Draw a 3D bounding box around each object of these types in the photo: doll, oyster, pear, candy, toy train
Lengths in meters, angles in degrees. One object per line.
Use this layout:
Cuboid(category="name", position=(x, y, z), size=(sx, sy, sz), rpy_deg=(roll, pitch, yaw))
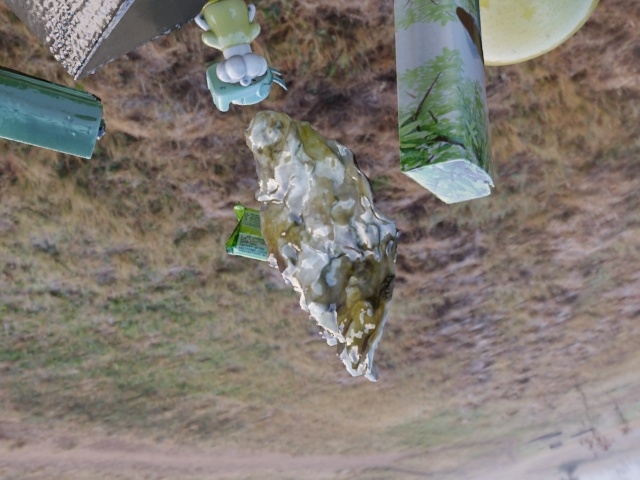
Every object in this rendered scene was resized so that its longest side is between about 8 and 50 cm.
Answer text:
Cuboid(category="doll", position=(-0.147, -0.336, 1.212), size=(0.106, 0.163, 0.062), rpy_deg=(-17, 178, -18))
Cuboid(category="oyster", position=(-0.001, 0.001, 0.907), size=(0.114, 0.352, 0.238), rpy_deg=(-22, -179, -24))
Cuboid(category="pear", position=(0.324, -0.477, 1.240), size=(0.348, 0.349, 0.348), rpy_deg=(-17, 158, -7))
Cuboid(category="candy", position=(-0.047, 0.003, 1.060), size=(0.178, 0.102, 0.032), rpy_deg=(13, 133, -8))
Cuboid(category="toy train", position=(-0.166, -0.074, 0.409), size=(0.093, 0.038, 0.056), rpy_deg=(13, -173, -28))

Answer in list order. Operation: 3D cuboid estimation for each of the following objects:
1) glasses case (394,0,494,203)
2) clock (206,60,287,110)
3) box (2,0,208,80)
Cuboid(category="glasses case", position=(0.113, -0.178, 0.653), size=(0.062, 0.273, 0.095), rpy_deg=(-11, 160, 32))
Cuboid(category="clock", position=(-0.128, -0.278, 1.273), size=(0.134, 0.101, 0.041), rpy_deg=(-13, 138, -10))
Cuboid(category="box", position=(-0.239, -0.349, 0.927), size=(0.184, 0.143, 0.273), rpy_deg=(-33, -168, 42))
